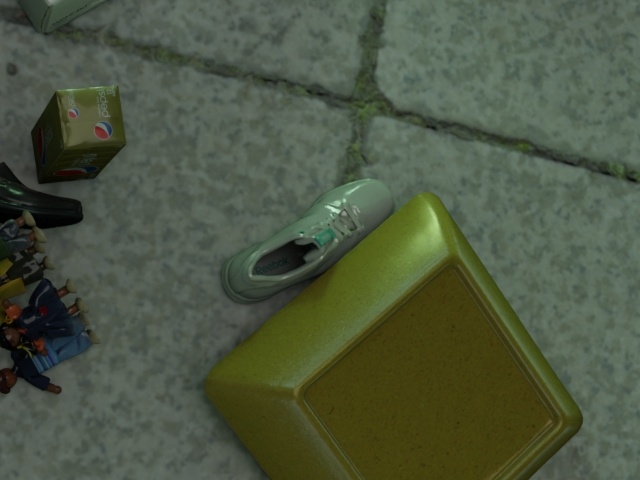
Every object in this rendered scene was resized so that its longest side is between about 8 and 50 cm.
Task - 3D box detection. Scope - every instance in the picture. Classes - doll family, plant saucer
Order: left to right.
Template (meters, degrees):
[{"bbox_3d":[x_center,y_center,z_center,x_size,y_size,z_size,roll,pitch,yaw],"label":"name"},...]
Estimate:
[{"bbox_3d":[-0.298,0.069,1.439,0.111,0.076,0.193,-35,100,-21],"label":"doll family"},{"bbox_3d":[0.103,0.172,1.524,0.333,0.081,0.333,-40,105,-19],"label":"plant saucer"}]

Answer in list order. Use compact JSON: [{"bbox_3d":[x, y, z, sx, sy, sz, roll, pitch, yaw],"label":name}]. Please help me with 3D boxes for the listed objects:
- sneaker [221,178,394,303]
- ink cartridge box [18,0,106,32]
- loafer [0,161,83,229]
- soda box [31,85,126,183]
[{"bbox_3d":[0.000,0.000,1.539,0.212,0.094,0.080,-33,91,-20],"label":"sneaker"},{"bbox_3d":[-0.275,-0.360,1.504,0.172,0.100,0.237,-34,92,-19],"label":"ink cartridge box"},{"bbox_3d":[-0.319,-0.050,1.464,0.170,0.062,0.061,10,72,-17],"label":"loafer"},{"bbox_3d":[-0.238,-0.101,1.432,0.061,0.181,0.058,-7,83,-19],"label":"soda box"}]
